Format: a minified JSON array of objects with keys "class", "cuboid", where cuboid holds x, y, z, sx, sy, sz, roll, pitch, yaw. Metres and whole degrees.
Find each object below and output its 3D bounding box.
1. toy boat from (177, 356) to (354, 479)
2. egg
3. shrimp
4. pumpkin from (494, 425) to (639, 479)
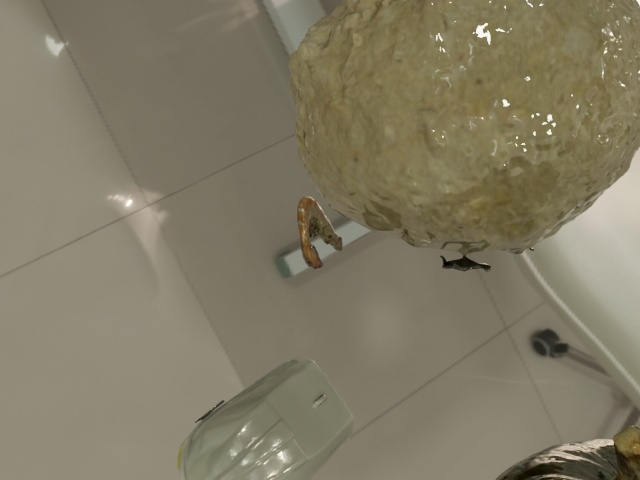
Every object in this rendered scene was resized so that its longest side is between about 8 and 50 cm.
[{"class":"toy boat","cuboid":[-0.075,0.242,0.946,0.269,0.140,0.141,-30,96,-46]},{"class":"egg","cuboid":[0.130,-0.121,0.687,0.310,0.279,0.279,-10,87,-3]},{"class":"shrimp","cuboid":[0.000,0.000,1.005,0.127,0.025,0.091,40,41,-55]},{"class":"pumpkin","cuboid":[0.227,0.214,0.550,0.260,0.260,0.189,-9,93,-25]}]
